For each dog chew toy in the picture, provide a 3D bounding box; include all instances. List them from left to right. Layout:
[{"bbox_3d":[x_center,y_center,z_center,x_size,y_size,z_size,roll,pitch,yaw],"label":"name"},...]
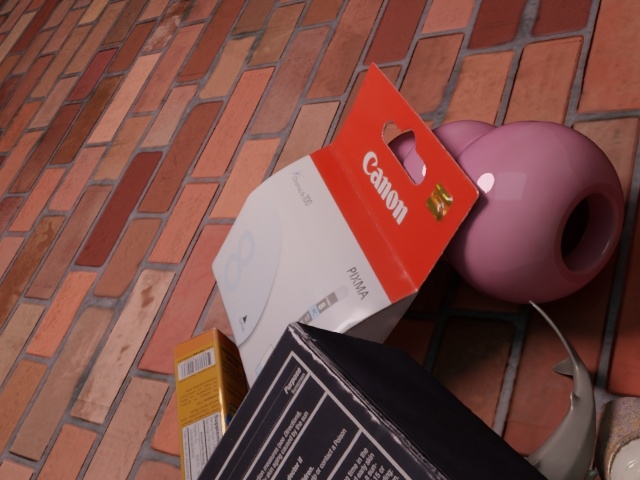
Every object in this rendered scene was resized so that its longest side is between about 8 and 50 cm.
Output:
[{"bbox_3d":[0.187,-0.055,0.847,0.206,0.206,0.332,-50,37,-9],"label":"dog chew toy"}]

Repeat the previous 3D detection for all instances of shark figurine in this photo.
[{"bbox_3d":[0.200,0.200,0.664,0.278,0.116,0.166,-59,22,-10],"label":"shark figurine"}]

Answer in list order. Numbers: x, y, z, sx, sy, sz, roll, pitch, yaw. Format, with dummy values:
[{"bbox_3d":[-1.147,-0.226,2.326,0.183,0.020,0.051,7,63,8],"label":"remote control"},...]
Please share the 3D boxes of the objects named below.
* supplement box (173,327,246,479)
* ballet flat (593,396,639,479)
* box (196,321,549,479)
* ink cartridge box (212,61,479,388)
[{"bbox_3d":[-0.140,0.236,0.924,0.080,0.078,0.233,-24,47,13],"label":"supplement box"},{"bbox_3d":[0.316,0.252,0.577,0.107,0.106,0.316,-31,45,12],"label":"ballet flat"},{"bbox_3d":[0.039,0.275,0.574,0.294,0.183,0.296,40,103,43],"label":"box"},{"bbox_3d":[0.000,0.000,0.875,0.385,0.091,0.308,-60,35,29],"label":"ink cartridge box"}]
